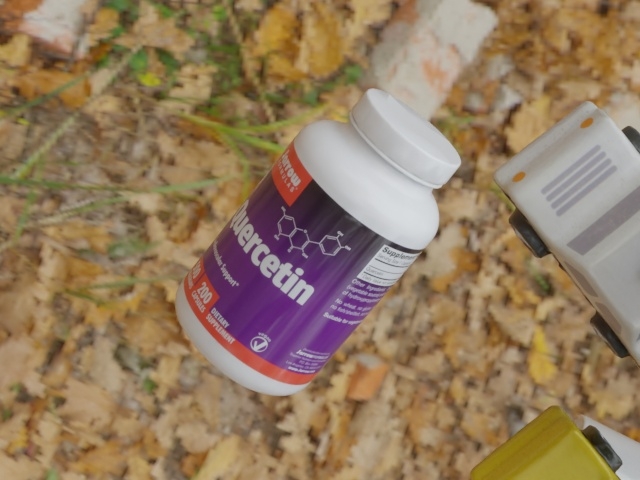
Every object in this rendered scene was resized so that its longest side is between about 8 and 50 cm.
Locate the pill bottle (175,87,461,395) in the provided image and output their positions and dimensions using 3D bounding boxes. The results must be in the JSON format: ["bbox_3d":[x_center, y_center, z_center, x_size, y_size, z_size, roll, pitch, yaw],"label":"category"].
[{"bbox_3d":[0.000,0.000,1.466,0.181,0.181,0.323,20,116,-43],"label":"pill bottle"}]

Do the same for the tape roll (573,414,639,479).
[{"bbox_3d":[0.302,0.332,1.469,0.246,0.169,0.246,-62,174,-11],"label":"tape roll"}]

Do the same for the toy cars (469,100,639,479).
[{"bbox_3d":[0.195,0.110,0.896,0.176,0.087,0.393,0,107,-9],"label":"toy cars"}]
